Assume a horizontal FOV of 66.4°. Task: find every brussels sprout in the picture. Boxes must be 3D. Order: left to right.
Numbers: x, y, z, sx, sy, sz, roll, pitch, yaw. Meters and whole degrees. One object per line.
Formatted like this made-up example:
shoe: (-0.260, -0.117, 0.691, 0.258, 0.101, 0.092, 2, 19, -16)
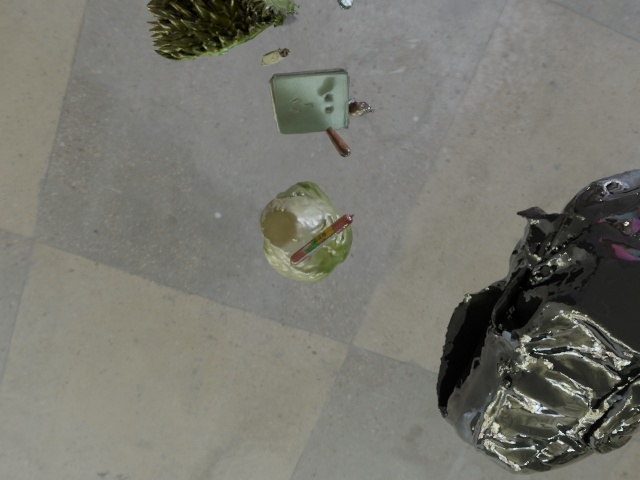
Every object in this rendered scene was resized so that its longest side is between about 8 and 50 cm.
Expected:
brussels sprout: (-0.041, -0.019, 1.393, 0.243, 0.316, 0.273, -18, 106, 20)

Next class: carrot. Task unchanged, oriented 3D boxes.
carrot: (0.046, -0.255, 1.276, 0.032, 0.032, 0.093, -39, 74, 10)

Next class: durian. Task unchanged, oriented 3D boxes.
durian: (-0.189, -0.398, 0.869, 0.198, 0.394, 0.163, -11, 116, -43)

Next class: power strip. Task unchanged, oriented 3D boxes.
power strip: (-0.027, -0.385, 1.334, 0.213, 0.064, 0.198, -4, 143, -1)

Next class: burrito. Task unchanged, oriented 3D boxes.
burrito: (-0.164, -0.661, 1.764, 0.041, 0.185, 0.045, -10, 105, -29)

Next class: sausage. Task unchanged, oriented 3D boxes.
sausage: (0.000, 0.000, 1.172, 0.029, 0.029, 0.223, 44, 121, -14)

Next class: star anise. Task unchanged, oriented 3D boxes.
star anise: (0.087, -0.455, 1.684, 0.182, 0.195, 0.065, -21, 117, -42)

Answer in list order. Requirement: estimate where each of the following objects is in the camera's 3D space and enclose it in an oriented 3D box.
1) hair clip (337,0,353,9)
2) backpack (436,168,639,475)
hair clip: (0.073, -0.813, 1.493, 0.066, 0.036, 0.229, 4, 76, -31)
backpack: (0.314, 0.102, 0.587, 0.363, 0.255, 0.445, -12, 139, -38)
